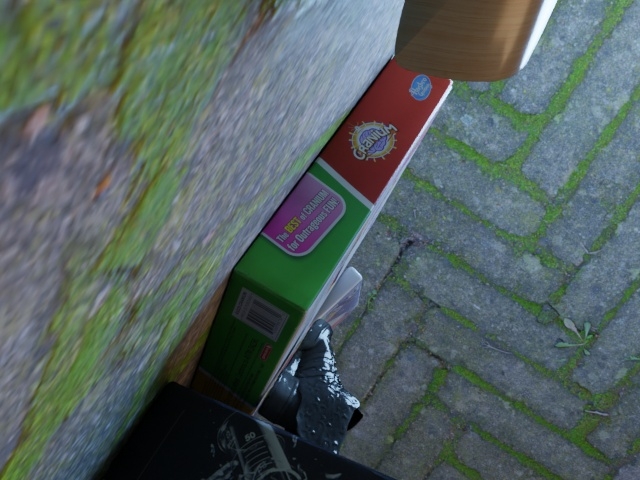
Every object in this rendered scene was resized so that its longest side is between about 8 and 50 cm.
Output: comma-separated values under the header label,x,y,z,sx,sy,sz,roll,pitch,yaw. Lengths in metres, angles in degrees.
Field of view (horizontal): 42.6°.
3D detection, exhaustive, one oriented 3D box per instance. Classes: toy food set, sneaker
label,x,y,z,sx,sy,sz,roll,pitch,yaw
toy food set,0.125,-0.247,0.453,0.306,0.092,0.220,-57,165,-47
sneaker,0.001,0.146,0.762,0.051,0.089,0.170,-61,175,33

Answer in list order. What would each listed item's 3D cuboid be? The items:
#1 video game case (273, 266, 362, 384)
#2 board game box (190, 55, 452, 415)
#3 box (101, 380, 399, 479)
label,x,y,z,sx,sy,sz,roll,pitch,yaw
video game case,-0.029,0.124,0.988,0.201,0.023,0.183,-43,169,-9
board game box,0.000,0.000,0.785,0.316,0.064,0.242,-56,175,-38
box,-0.045,0.314,0.514,0.343,0.312,0.179,-57,140,-24
